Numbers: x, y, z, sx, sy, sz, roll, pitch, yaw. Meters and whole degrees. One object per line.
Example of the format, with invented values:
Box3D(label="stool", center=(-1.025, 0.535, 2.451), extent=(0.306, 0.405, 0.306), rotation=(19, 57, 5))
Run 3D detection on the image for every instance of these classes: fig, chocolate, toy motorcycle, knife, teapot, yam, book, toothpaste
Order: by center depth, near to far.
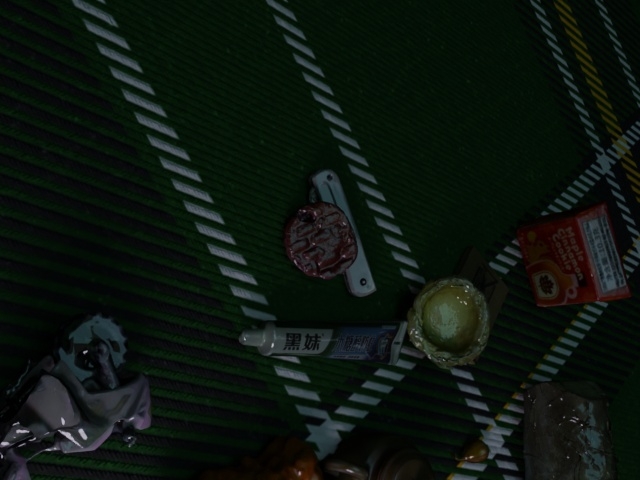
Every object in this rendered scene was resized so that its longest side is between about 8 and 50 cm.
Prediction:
Box3D(label="toy motorcycle", center=(-0.350, 0.260, 0.900), extent=(0.188, 0.143, 0.327), rotation=(47, 63, -21))
Box3D(label="teapot", center=(0.119, 0.438, 1.214), extent=(0.268, 0.175, 0.185), rotation=(30, 60, -30))
Box3D(label="toothpaste", center=(0.017, 0.186, 1.259), extent=(0.392, 0.061, 0.098), rotation=(9, 100, -38))
Box3D(label="knife", center=(0.040, -0.013, 1.339), extent=(0.073, 0.041, 0.265), rotation=(-24, 96, -28))
Box3D(label="fig", center=(0.321, 0.457, 1.457), extent=(0.083, 0.050, 0.050), rotation=(-8, 85, -22))
Box3D(label="book", center=(0.347, 0.145, 1.556), extent=(0.161, 0.026, 0.231), rotation=(47, 56, -21))
Box3D(label="yam", center=(0.583, 0.464, 1.577), extent=(0.202, 0.201, 0.271), rotation=(10, 67, -38))
Box3D(label="chocolate", center=(0.610, 0.044, 1.662), extent=(0.108, 0.235, 0.237), rotation=(-12, 88, -29))

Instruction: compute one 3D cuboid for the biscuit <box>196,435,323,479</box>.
Box3D(label="biscuit", center=(-0.096, 0.502, 1.069), extent=(0.312, 0.110, 0.318), rotation=(-11, 87, -42))

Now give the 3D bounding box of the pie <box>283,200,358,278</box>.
Box3D(label="pie", center=(0.000, 0.000, 1.283), extent=(0.154, 0.038, 0.153), rotation=(1, 88, -22))

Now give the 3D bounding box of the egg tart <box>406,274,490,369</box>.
Box3D(label="egg tart", center=(0.267, 0.168, 1.423), extent=(0.197, 0.078, 0.197), rotation=(1, 83, -11))
